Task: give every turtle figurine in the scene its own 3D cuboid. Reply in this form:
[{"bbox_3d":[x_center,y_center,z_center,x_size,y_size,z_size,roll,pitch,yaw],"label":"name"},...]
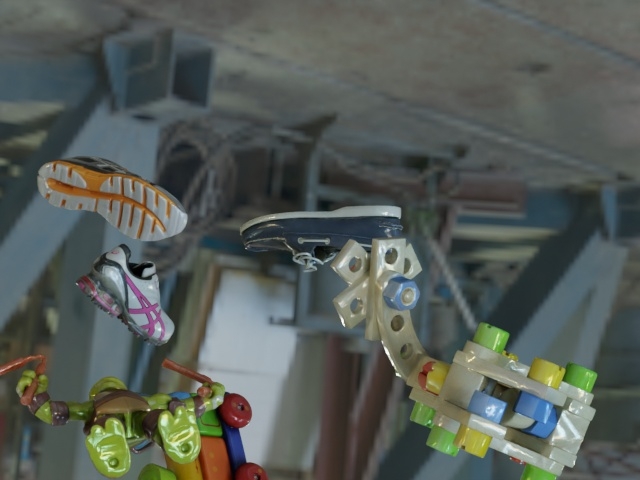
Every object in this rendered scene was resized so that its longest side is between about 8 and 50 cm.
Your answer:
[{"bbox_3d":[-0.213,0.180,1.534,0.269,0.087,0.217,6,-173,-19],"label":"turtle figurine"}]

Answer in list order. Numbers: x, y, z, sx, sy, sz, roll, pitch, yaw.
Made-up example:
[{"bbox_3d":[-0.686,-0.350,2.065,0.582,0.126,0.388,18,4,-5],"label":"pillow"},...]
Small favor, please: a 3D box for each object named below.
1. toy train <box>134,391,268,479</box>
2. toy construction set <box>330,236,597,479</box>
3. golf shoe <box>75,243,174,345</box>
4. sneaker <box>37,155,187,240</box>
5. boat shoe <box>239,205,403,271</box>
[{"bbox_3d":[-0.139,0.280,1.663,0.143,0.248,0.105,14,139,-42],"label":"toy train"},{"bbox_3d":[0.129,0.125,1.422,0.215,0.151,0.327,24,-169,-37],"label":"toy construction set"},{"bbox_3d":[-0.228,0.072,1.924,0.067,0.086,0.186,41,176,35],"label":"golf shoe"},{"bbox_3d":[-0.270,-0.067,2.037,0.214,0.084,0.083,22,-154,14],"label":"sneaker"},{"bbox_3d":[0.000,0.000,2.169,0.254,0.079,0.095,-5,171,21],"label":"boat shoe"}]
